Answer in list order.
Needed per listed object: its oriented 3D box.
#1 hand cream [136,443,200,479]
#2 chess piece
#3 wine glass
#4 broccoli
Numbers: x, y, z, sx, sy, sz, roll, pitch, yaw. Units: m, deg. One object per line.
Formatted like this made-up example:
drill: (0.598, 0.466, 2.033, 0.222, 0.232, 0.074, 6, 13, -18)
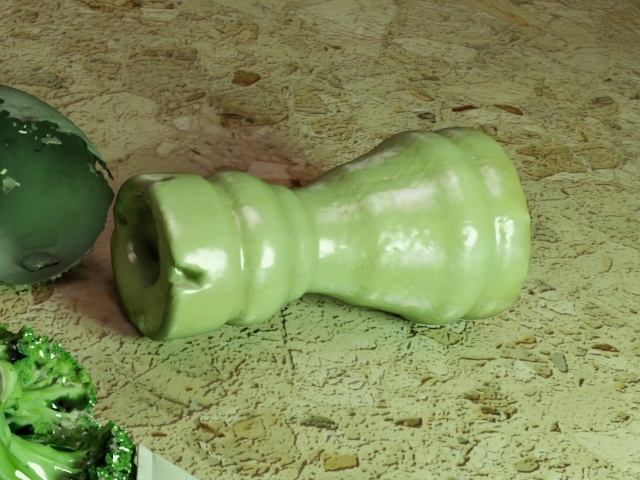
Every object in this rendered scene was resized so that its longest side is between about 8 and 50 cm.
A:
hand cream: (-0.057, 0.271, 1.177, 0.248, 0.083, 0.133, 37, 20, -21)
chess piece: (0.000, 0.000, 1.610, 0.442, 0.234, 0.234, -7, 40, -30)
wine glass: (-0.376, -0.106, 1.590, 0.190, 0.190, 0.357, -9, 37, -38)
broccoli: (-0.274, 0.177, 1.157, 0.262, 0.241, 0.269, 3, 61, 2)
